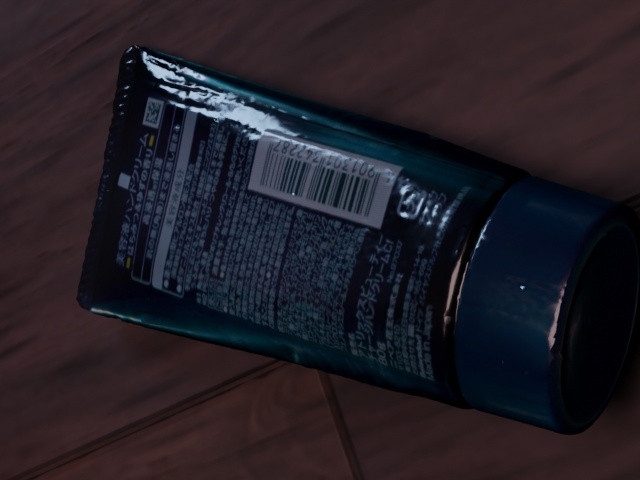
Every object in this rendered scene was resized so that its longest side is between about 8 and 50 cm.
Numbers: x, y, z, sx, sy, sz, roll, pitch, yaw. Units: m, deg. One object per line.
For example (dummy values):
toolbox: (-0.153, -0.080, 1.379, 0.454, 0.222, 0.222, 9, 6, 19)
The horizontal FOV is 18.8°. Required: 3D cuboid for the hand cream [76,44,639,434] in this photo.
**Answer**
hand cream: (0.000, 0.000, 0.771, 0.270, 0.061, 0.120, 16, 99, 38)
